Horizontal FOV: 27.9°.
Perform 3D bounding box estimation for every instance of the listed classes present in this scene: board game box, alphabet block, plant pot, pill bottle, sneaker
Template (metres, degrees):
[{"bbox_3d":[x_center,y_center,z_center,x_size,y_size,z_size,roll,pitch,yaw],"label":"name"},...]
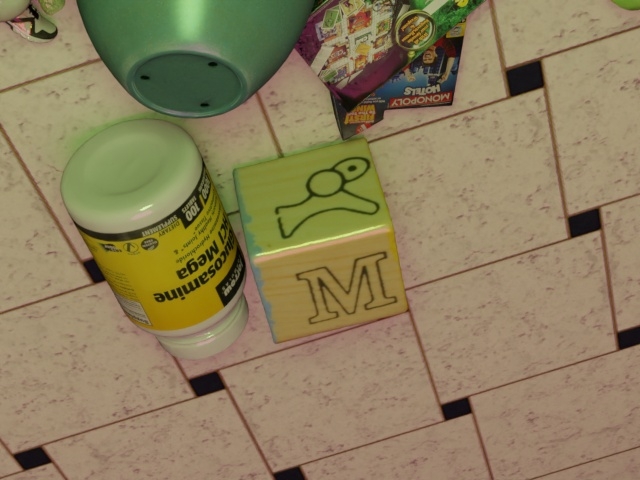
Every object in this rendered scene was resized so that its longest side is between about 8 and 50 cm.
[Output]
[{"bbox_3d":[0.080,-0.225,1.688,0.194,0.060,0.194,-4,136,-11],"label":"board game box"},{"bbox_3d":[0.093,-0.288,1.580,0.260,0.030,0.136,-39,112,5],"label":"board game box"},{"bbox_3d":[0.000,0.000,1.805,0.197,0.192,0.193,-13,138,0],"label":"alphabet block"},{"bbox_3d":[-0.142,-0.253,1.440,0.290,0.195,0.290,0,153,0],"label":"plant pot"},{"bbox_3d":[-0.209,0.010,1.759,0.188,0.187,0.334,-17,137,3],"label":"pill bottle"},{"bbox_3d":[-0.359,-0.273,1.538,0.109,0.040,0.044,25,122,-34],"label":"sneaker"}]

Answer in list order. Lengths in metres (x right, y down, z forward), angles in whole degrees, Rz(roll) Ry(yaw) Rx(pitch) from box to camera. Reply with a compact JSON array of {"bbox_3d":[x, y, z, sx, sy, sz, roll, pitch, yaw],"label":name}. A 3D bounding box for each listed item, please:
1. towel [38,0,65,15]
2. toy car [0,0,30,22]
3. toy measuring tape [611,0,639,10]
[{"bbox_3d":[-0.306,-0.329,1.417,0.027,0.148,0.110,-12,136,8],"label":"towel"},{"bbox_3d":[-0.387,-0.331,1.419,0.182,0.159,0.136,41,76,-37],"label":"toy car"},{"bbox_3d":[0.451,-0.326,1.638,0.330,0.121,0.121,21,126,-31],"label":"toy measuring tape"}]
